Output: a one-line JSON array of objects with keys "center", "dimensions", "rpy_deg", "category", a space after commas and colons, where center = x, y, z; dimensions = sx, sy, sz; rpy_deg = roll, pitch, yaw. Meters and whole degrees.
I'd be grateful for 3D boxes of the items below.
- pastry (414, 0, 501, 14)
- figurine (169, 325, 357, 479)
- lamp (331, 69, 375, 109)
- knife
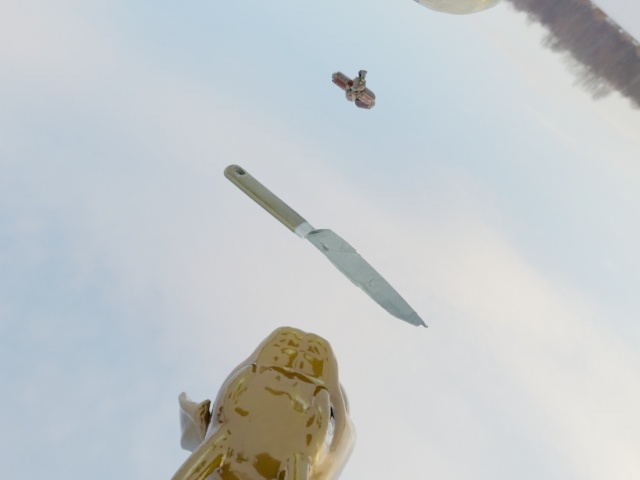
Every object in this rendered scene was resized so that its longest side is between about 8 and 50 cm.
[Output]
[{"center": [0.120, -0.256, 0.373], "dimensions": [0.156, 0.156, 0.092], "rpy_deg": [-2, -135, -43], "category": "pastry"}, {"center": [-0.071, 0.353, 0.707], "dimensions": [0.268, 0.387, 0.401], "rpy_deg": [-8, -132, -13], "category": "figurine"}, {"center": [0.059, -0.228, 0.739], "dimensions": [0.063, 0.031, 0.083], "rpy_deg": [24, 173, 35], "category": "lamp"}, {"center": [0.001, -0.002, 0.540], "dimensions": [0.298, 0.017, 0.047], "rpy_deg": [40, -146, 21], "category": "knife"}]
